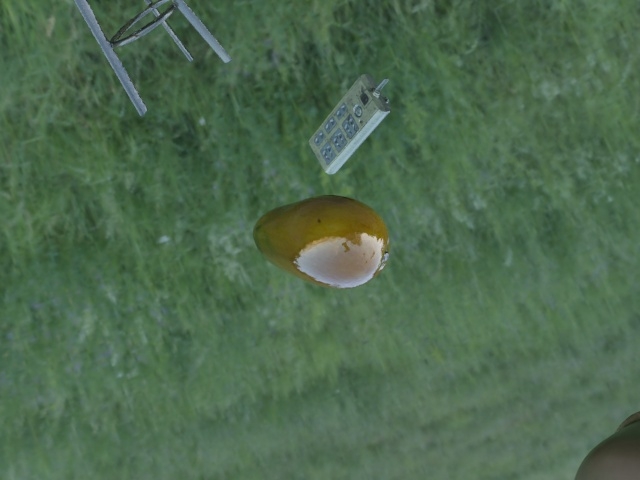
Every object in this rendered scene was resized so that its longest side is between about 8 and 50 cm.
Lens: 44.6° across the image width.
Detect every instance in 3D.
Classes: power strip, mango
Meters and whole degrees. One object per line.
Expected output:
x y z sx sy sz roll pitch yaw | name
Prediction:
0.062 -0.235 1.536 0.034 0.092 0.268 -16 161 -38 | power strip
0.007 0.003 1.220 0.176 0.139 0.254 28 168 -28 | mango

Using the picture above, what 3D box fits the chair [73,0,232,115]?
-0.178 -0.235 0.704 0.095 0.221 0.104 -16 -146 37 | chair

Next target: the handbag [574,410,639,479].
0.235 0.209 0.381 0.149 0.301 0.283 -22 -176 -28 | handbag
